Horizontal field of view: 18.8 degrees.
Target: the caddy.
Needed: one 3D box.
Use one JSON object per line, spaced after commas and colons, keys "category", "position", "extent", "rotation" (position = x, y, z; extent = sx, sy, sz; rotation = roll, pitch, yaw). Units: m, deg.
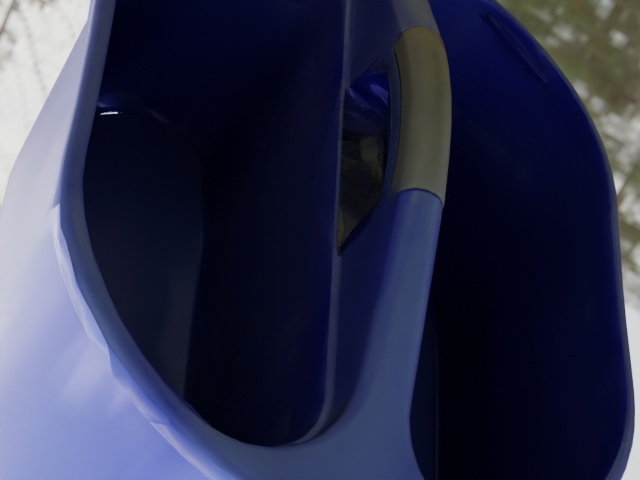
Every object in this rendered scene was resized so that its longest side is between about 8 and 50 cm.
{"category": "caddy", "position": [0.000, 0.000, 0.767], "extent": [0.241, 0.179, 0.341], "rotation": [23, -138, -19]}
